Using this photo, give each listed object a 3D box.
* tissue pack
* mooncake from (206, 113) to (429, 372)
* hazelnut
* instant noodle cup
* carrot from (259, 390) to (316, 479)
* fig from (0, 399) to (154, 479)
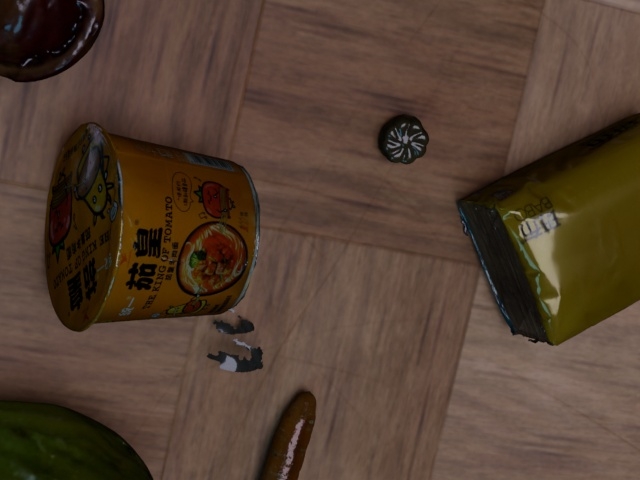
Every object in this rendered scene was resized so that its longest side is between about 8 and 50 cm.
[{"bbox_3d":[0.326,-0.018,1.819,0.271,0.134,0.192,-27,103,-13],"label":"tissue pack"},{"bbox_3d":[-0.003,0.000,1.762,0.150,0.057,0.346,23,86,-9],"label":"mooncake"},{"bbox_3d":[-0.312,-0.257,1.539,0.202,0.160,0.170,29,92,-28],"label":"hazelnut"},{"bbox_3d":[-0.174,-0.009,1.622,0.172,0.216,0.215,4,100,-29],"label":"instant noodle cup"},{"bbox_3d":[-0.038,0.239,1.798,0.048,0.048,0.139,16,93,-21],"label":"carrot"},{"bbox_3d":[-0.294,0.255,1.618,0.233,0.233,0.314,-24,103,-13],"label":"fig"}]
